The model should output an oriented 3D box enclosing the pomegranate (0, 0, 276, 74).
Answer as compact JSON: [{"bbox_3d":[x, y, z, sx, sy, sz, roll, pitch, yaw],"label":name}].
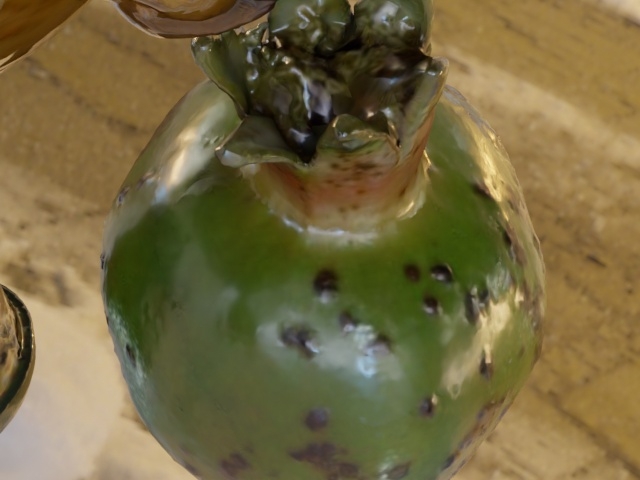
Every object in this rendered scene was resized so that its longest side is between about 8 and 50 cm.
[{"bbox_3d":[-0.164,-0.192,0.471,0.410,0.410,0.410,19,30,-11],"label":"pomegranate"}]

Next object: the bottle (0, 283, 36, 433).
[{"bbox_3d":[-0.232,-0.005,0.729,0.156,0.271,0.143,10,50,22],"label":"bottle"}]

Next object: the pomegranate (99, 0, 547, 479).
[{"bbox_3d":[0.000,0.017,0.718,0.231,0.231,0.286,28,-7,5],"label":"pomegranate"}]
